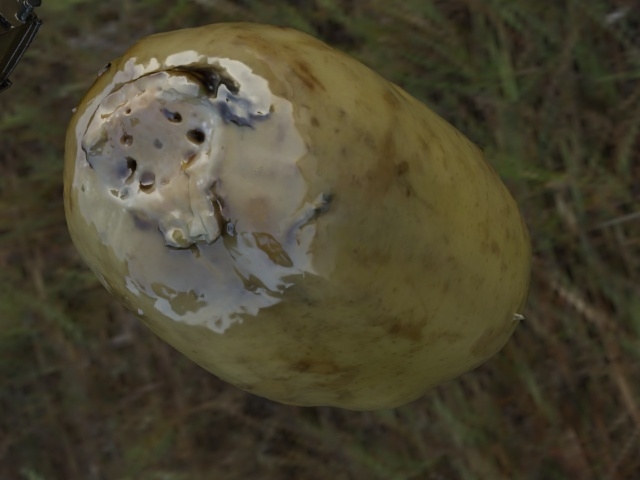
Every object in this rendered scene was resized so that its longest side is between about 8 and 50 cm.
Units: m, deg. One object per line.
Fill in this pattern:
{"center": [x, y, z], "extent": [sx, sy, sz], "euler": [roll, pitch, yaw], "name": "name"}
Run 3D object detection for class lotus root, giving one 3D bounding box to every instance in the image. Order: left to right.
{"center": [0.000, 0.000, 0.882], "extent": [0.160, 0.284, 0.146], "euler": [-6, 70, 31], "name": "lotus root"}

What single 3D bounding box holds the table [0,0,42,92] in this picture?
{"center": [-0.216, -0.129, 1.119], "extent": [0.083, 0.070, 0.082], "euler": [47, 134, 5], "name": "table"}
